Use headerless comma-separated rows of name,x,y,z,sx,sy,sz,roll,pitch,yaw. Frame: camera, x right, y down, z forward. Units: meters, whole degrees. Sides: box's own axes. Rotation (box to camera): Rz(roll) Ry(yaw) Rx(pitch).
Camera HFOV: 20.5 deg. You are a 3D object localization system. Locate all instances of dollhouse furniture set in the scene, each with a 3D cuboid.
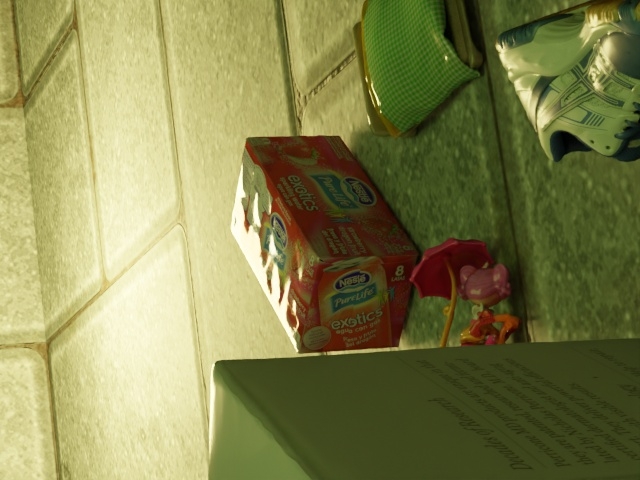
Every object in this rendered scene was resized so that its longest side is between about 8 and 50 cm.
dollhouse furniture set,0.034,-0.266,1.800,0.197,0.151,0.302,133,130,-61

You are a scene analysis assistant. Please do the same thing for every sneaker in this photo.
sneaker,0.251,-0.131,1.372,0.296,0.111,0.131,-7,104,70

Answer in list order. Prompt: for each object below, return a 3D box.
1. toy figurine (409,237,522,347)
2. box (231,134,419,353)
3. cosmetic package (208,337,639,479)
toy figurine,0.138,0.076,1.663,0.173,0.130,0.159,-3,80,47
box,0.000,0.000,1.956,0.257,0.122,0.128,-122,35,-51
cosmetic package,0.144,0.268,1.240,0.327,0.393,0.330,-148,57,-68
